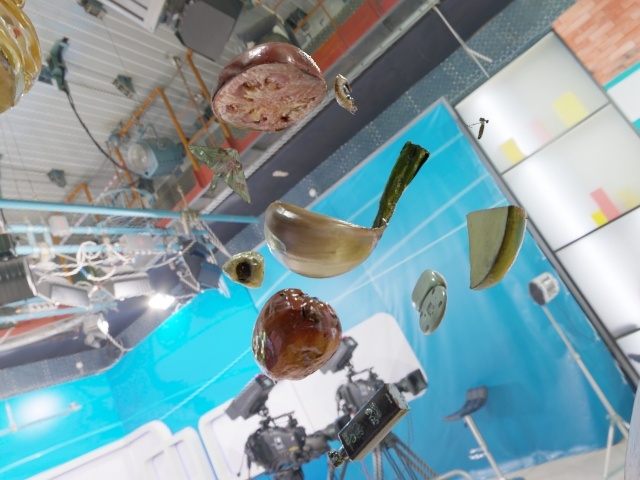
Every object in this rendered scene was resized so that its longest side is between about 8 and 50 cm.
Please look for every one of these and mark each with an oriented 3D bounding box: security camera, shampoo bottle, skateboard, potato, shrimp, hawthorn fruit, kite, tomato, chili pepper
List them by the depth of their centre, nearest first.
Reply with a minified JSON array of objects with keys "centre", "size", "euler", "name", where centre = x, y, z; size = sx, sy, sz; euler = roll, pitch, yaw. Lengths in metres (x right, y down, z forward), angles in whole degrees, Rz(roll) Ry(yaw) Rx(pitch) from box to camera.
[{"centre":[-0.047,0.183,0.851],"size":[0.179,0.173,0.173],"euler":[-45,-11,-18],"name":"hawthorn fruit"},{"centre":[-0.158,-0.455,1.280],"size":[0.338,0.143,0.338],"euler":[-13,-15,-4],"name":"tomato"},{"centre":[0.450,-0.323,1.298],"size":[0.032,0.063,0.083],"euler":[13,5,-17],"name":"skateboard"},{"centre":[0.134,0.568,1.327],"size":[0.071,0.098,0.309],"euler":[20,-67,-43],"name":"shampoo bottle"},{"centre":[0.528,0.035,1.358],"size":[0.112,0.255,0.269],"euler":[13,-3,-5],"name":"potato"},{"centre":[0.208,-0.131,1.358],"size":[0.359,0.085,0.076],"euler":[-60,-7,14],"name":"chili pepper"},{"centre":[0.367,0.201,1.437],"size":[0.301,0.080,0.157],"euler":[-81,14,-73],"name":"security camera"},{"centre":[0.080,-0.479,1.461],"size":[0.045,0.095,0.162],"euler":[-17,-20,23],"name":"shrimp"},{"centre":[-0.352,-0.261,1.630],"size":[0.013,0.323,0.267],"euler":[-27,29,38],"name":"kite"}]

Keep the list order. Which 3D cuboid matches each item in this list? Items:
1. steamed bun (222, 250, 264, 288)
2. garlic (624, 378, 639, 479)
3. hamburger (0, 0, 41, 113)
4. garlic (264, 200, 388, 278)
[{"centre":[-0.321,0.117,1.825],"size":[0.155,0.140,0.172],"euler":[2,12,-23],"name":"steamed bun"},{"centre":[0.516,0.284,0.653],"size":[0.143,0.112,0.318],"euler":[-3,-70,-70],"name":"garlic"},{"centre":[-0.737,-0.421,0.942],"size":[0.276,0.236,0.276],"euler":[-2,-40,-1],"name":"hamburger"},{"centre":[-0.001,0.008,0.724],"size":[0.207,0.115,0.128],"euler":[10,8,7],"name":"garlic"}]
